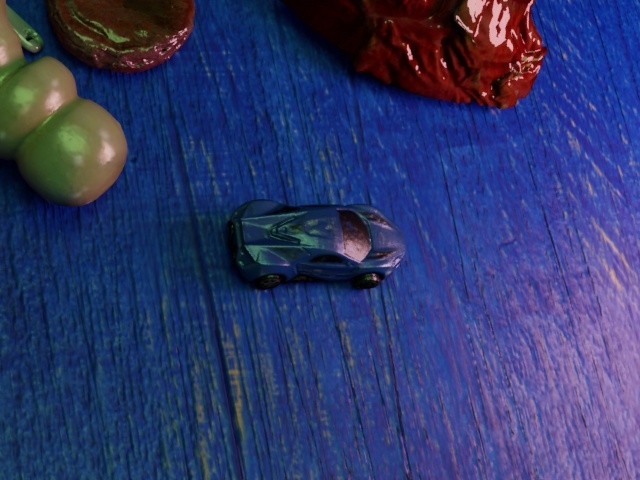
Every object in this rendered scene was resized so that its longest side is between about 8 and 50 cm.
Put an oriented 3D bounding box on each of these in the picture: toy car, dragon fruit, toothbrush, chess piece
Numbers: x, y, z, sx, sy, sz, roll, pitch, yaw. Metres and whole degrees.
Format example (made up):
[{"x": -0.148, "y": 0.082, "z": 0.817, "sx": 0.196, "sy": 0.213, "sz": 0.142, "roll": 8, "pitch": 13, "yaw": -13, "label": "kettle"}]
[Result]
[{"x": 0.000, "y": 0.000, "z": 1.698, "sx": 0.216, "sy": 0.063, "sz": 0.103, "roll": 0, "pitch": 66, "yaw": -20, "label": "toy car"}, {"x": 0.170, "y": -0.317, "z": 1.861, "sx": 0.330, "sy": 0.302, "sz": 0.240, "roll": 42, "pitch": 26, "yaw": -16, "label": "dragon fruit"}, {"x": -0.467, "y": -0.346, "z": 1.707, "sx": 0.386, "sy": 0.040, "sz": 0.040, "roll": 44, "pitch": 60, "yaw": -1, "label": "toothbrush"}, {"x": -0.340, "y": -0.159, "z": 1.607, "sx": 0.300, "sy": 0.167, "sz": 0.167, "roll": 44, "pitch": 59, "yaw": -5, "label": "chess piece"}]

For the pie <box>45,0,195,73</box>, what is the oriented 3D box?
[{"x": -0.236, "y": -0.277, "z": 1.746, "sx": 0.182, "sy": 0.049, "sz": 0.182, "roll": 8, "pitch": 60, "yaw": -14, "label": "pie"}]
